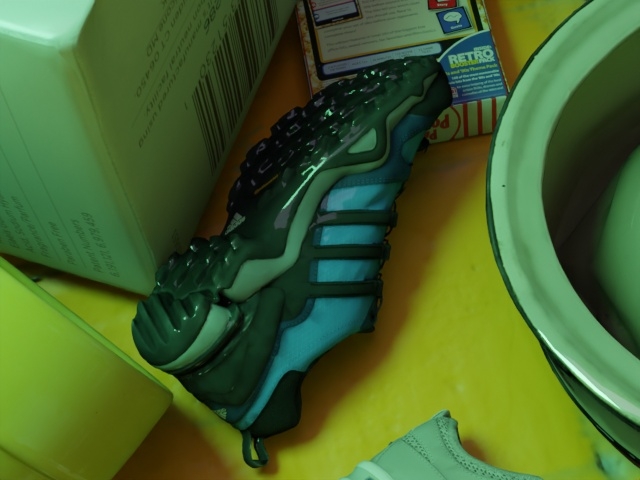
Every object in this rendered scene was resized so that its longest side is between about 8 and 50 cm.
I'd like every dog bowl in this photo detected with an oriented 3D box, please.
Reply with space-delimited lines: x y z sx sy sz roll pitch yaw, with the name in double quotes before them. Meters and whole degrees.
"dog bowl" 0.313 0.003 1.049 0.407 0.150 0.408 -3 58 5

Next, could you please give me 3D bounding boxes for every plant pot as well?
"plant pot" -0.260 0.115 1.003 0.254 0.254 0.239 34 83 24

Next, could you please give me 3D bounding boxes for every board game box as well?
"board game box" 0.056 -0.160 1.245 0.146 0.045 0.194 -10 57 1

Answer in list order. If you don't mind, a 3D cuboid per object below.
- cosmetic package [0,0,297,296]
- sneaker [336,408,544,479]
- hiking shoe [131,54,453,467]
"cosmetic package" -0.247 -0.212 1.099 0.393 0.327 0.329 15 65 13
"sneaker" 0.138 0.197 0.971 0.281 0.105 0.115 35 68 26
"hiking shoe" 0.000 0.000 1.116 0.304 0.132 0.113 -50 27 -20
